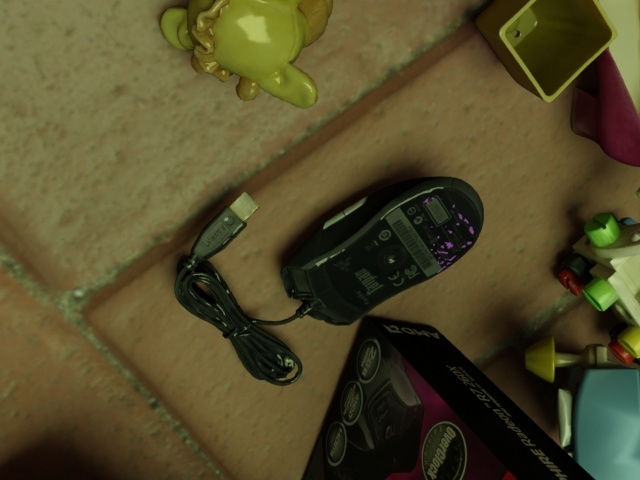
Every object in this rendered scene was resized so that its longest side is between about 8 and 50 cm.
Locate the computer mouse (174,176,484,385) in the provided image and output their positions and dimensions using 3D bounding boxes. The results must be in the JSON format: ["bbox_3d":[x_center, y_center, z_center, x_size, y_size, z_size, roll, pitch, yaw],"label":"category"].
[{"bbox_3d":[0.000,0.000,0.720,0.262,0.060,0.184,-38,124,11],"label":"computer mouse"}]

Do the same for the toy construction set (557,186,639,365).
[{"bbox_3d":[0.348,0.070,0.773,0.151,0.215,0.328,-27,107,-8],"label":"toy construction set"}]

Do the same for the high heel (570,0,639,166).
[{"bbox_3d":[0.269,-0.186,0.705,0.082,0.117,0.244,-4,113,-19],"label":"high heel"}]

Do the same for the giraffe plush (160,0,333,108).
[{"bbox_3d":[-0.033,-0.189,0.582,0.210,0.181,0.171,-15,138,-25],"label":"giraffe plush"}]

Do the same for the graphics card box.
[{"bbox_3d":[0.112,0.249,0.684,0.094,0.371,0.233,11,108,-27],"label":"graphics card box"}]

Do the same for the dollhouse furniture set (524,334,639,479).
[{"bbox_3d":[0.211,0.240,0.863,0.198,0.286,0.304,-2,89,11],"label":"dollhouse furniture set"}]

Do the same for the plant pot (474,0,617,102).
[{"bbox_3d":[0.177,-0.179,0.693,0.081,0.083,0.081,-44,119,2],"label":"plant pot"}]
